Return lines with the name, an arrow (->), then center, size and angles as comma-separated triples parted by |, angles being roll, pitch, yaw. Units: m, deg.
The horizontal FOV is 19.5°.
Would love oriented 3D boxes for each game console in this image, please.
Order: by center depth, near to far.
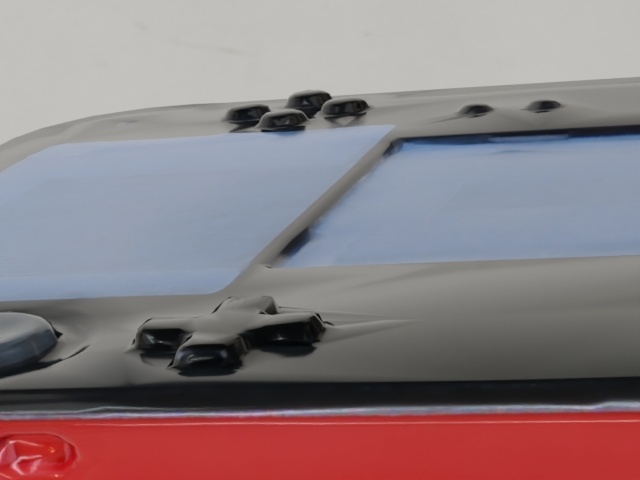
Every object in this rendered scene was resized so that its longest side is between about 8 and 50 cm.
game console -> 0.000, 0.000, 0.606 | 0.342, 0.386, 0.060 | -7, 104, 17
